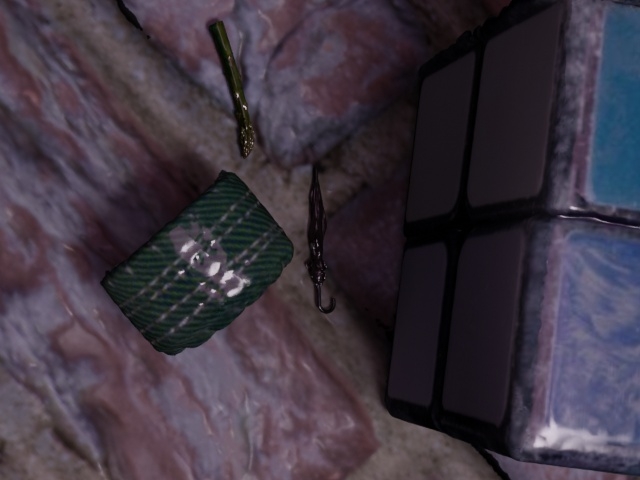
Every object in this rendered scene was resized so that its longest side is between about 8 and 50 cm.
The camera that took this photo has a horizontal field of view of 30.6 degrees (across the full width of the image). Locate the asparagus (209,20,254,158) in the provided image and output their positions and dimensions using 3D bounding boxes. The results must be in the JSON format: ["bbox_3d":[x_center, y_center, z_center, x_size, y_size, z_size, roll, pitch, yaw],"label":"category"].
[{"bbox_3d":[-0.071,-0.124,0.962,0.015,0.014,0.114,-16,90,20],"label":"asparagus"}]

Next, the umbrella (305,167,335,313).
[{"bbox_3d":[-0.003,0.000,0.971,0.022,0.013,0.122,-5,87,-25],"label":"umbrella"}]

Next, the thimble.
[{"bbox_3d":[-0.093,0.019,0.895,0.135,0.118,0.090,-41,95,-12],"label":"thimble"}]

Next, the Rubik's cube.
[{"bbox_3d":[0.245,0.011,0.874,0.319,0.316,0.313,8,85,-11],"label":"Rubik's cube"}]
